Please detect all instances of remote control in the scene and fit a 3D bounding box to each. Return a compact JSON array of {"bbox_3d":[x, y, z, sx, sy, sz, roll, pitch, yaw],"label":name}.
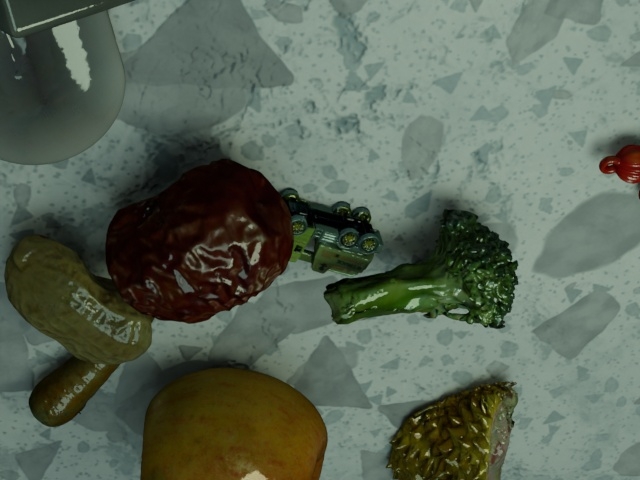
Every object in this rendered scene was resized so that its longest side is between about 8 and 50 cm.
[{"bbox_3d":[-0.361,-0.235,1.674,0.221,0.103,0.332,-18,129,-8],"label":"remote control"}]

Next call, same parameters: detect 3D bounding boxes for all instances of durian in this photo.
[{"bbox_3d":[0.207,0.363,2.262,0.195,0.186,0.305,10,138,11],"label":"durian"}]

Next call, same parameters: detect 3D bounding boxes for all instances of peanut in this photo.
[{"bbox_3d":[-0.338,0.084,1.894,0.233,0.110,0.196,39,155,-27],"label":"peanut"}]

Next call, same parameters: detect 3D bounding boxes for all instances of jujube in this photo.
[{"bbox_3d":[-0.158,0.007,1.826,0.232,0.213,0.213,-28,129,30],"label":"jujube"}]

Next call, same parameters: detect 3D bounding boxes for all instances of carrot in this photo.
[{"bbox_3d":[-0.317,0.166,2.025,0.078,0.078,0.298,35,112,-31],"label":"carrot"}]

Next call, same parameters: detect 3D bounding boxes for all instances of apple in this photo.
[{"bbox_3d":[-0.131,0.338,2.046,0.275,0.299,0.299,8,127,-3],"label":"apple"}]

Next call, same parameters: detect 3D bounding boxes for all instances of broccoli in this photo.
[{"bbox_3d":[0.137,0.053,1.958,0.274,0.198,0.177,-10,98,-2],"label":"broccoli"}]

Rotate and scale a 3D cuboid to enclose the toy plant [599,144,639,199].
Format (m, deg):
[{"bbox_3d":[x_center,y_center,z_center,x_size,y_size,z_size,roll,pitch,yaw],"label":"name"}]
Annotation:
[{"bbox_3d":[0.524,-0.100,1.958,0.240,0.088,0.155,-16,144,11],"label":"toy plant"}]

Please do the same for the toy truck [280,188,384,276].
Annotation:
[{"bbox_3d":[0.000,0.000,1.945,0.168,0.077,0.100,13,124,-22],"label":"toy truck"}]

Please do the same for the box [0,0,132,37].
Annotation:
[{"bbox_3d":[-0.265,-0.315,1.586,0.243,0.055,0.103,-24,119,-28],"label":"box"}]
